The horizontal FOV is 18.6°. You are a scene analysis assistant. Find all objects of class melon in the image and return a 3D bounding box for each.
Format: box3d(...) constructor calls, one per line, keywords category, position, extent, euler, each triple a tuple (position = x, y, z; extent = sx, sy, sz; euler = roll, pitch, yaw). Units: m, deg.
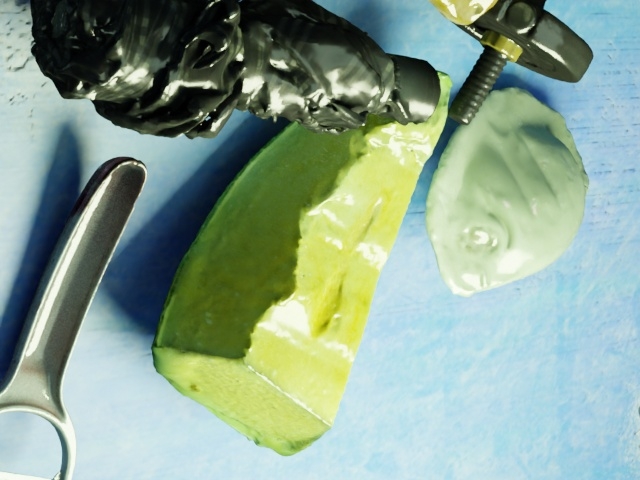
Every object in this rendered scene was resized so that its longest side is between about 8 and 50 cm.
box3d(category="melon", position=(0.000, 0.000, 1.579), extent=(0.196, 0.124, 0.323), euler=(43, 68, -45))

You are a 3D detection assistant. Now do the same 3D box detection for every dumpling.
box3d(category="dumpling", position=(0.155, -0.038, 1.729), extent=(0.219, 0.152, 0.108), euler=(-41, 179, -40))

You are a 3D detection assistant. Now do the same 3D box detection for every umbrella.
box3d(category="umbrella", position=(-0.045, -0.126, 1.416), extent=(0.337, 0.154, 0.128), euler=(18, 140, -28))

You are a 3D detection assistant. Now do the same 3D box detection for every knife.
box3d(category="knife", position=(-0.204, 0.059, 1.466), extent=(0.123, 0.053, 0.278), euler=(14, 100, -41))

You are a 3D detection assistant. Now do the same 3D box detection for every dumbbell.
box3d(category="dumbbell", position=(0.197, -0.238, 1.618), extent=(0.143, 0.143, 0.325), euler=(32, 88, -47))

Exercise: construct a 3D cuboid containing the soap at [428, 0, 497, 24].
box3d(category="soap", position=(0.081, -0.373, 1.426), extent=(0.304, 0.169, 0.339), euler=(-56, 138, -5))
